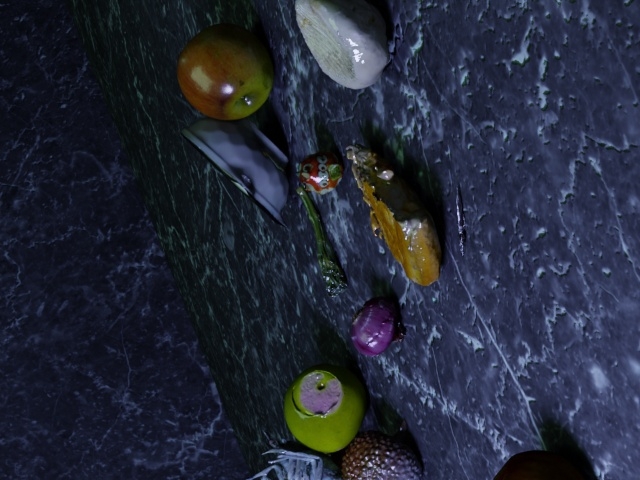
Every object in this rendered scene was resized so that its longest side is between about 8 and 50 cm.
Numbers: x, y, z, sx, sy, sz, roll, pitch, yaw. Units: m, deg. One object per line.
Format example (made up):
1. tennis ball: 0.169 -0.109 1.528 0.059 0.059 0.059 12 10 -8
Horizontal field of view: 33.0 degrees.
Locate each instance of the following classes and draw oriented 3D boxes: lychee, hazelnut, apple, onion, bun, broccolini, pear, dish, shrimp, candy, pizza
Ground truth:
1. lychee: 0.124 0.448 2.136 0.165 0.197 0.165 31 166 9
2. hazelnut: 0.312 0.400 1.523 0.178 0.178 0.204 161 121 -72
3. apple: -0.187 -0.335 2.173 0.196 0.196 0.196 55 156 39
4. onion: 0.108 0.158 1.979 0.115 0.104 0.115 -160 90 -89
5. bun: 0.044 -0.323 1.655 0.183 0.102 0.183 49 167 16
6. broccolini: 0.000 0.000 2.199 0.051 0.054 0.239 -21 84 37
7. pear: 0.013 0.360 2.309 0.187 0.187 0.220 61 180 29
8. dish: -0.155 -0.172 2.268 0.303 0.120 0.303 42 178 2
9. shrimp: -0.005 0.531 2.273 0.410 0.166 0.221 18 139 35
10. candy: -0.022 -0.130 2.105 0.287 0.084 0.078 -169 57 -77
11. pizza: 0.119 -0.053 1.762 0.297 0.071 0.189 54 168 49

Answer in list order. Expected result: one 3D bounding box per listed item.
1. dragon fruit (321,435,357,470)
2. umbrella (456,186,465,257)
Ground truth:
1. dragon fruit: 0.082 0.604 2.447 0.330 0.240 0.302 35 116 27
2. umbrella: 0.210 -0.025 1.616 0.022 0.013 0.122 -98 -1 -58
